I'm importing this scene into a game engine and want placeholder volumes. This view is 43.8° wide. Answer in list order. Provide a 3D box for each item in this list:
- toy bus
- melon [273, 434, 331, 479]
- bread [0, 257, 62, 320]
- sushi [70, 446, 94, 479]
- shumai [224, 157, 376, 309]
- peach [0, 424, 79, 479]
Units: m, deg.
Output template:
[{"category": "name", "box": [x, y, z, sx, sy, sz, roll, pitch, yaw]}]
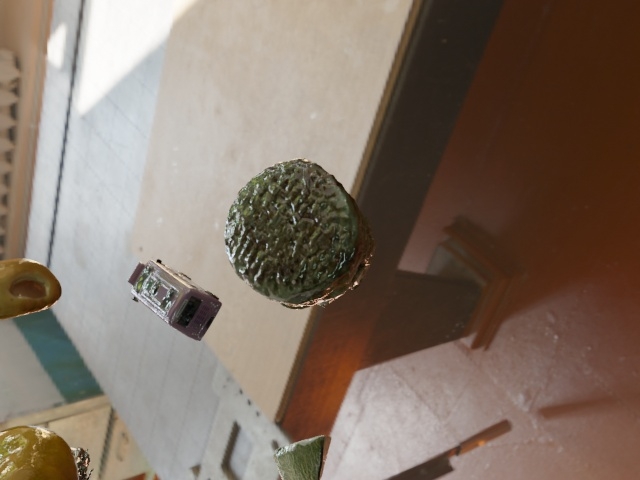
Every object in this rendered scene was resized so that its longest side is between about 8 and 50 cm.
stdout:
[{"category": "toy bus", "box": [-0.284, 0.110, 1.531, 0.198, 0.108, 0.096, 27, 85, 48]}, {"category": "melon", "box": [-0.041, 0.493, 1.737, 0.139, 0.093, 0.203, 16, 102, 22]}, {"category": "bread", "box": [-0.529, 0.091, 1.232, 0.305, 0.142, 0.091, -15, 95, 38]}, {"category": "sushi", "box": [-0.510, 0.542, 1.377, 0.417, 0.175, 0.418, -159, 90, -76]}, {"category": "shumai", "box": [0.000, 0.000, 2.019, 0.394, 0.348, 0.396, -8, 77, 36]}, {"category": "peach", "box": [-0.313, 0.267, 0.774, 0.103, 0.179, 0.179, 41, 145, -20]}]
